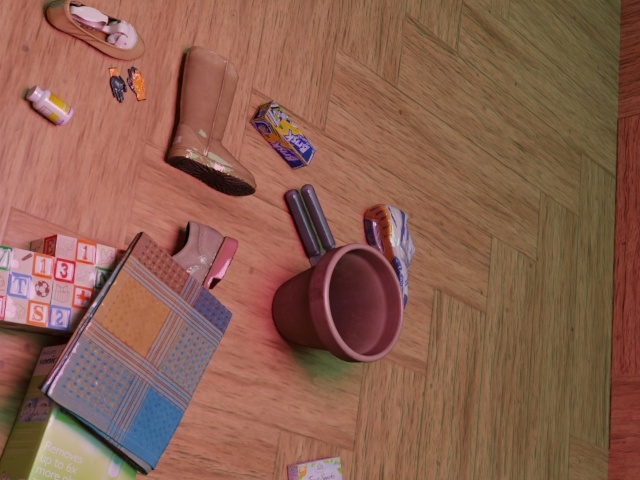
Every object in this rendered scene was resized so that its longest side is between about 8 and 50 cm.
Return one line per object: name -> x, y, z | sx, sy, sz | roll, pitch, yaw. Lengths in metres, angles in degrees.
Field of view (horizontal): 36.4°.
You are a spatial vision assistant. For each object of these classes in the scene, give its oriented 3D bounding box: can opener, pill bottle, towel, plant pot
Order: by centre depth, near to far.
towel -> -0.322, 0.201, 1.768 | 0.271, 0.040, 0.370 | 48, 48, -28
pill bottle -> -0.511, -0.255, 1.833 | 0.083, 0.043, 0.043 | 39, 55, -35
plant pot -> 0.018, 0.150, 2.176 | 0.263, 0.229, 0.262 | 13, 72, -46
can opener -> 0.000, 0.000, 2.327 | 0.095, 0.076, 0.283 | -63, 133, -75

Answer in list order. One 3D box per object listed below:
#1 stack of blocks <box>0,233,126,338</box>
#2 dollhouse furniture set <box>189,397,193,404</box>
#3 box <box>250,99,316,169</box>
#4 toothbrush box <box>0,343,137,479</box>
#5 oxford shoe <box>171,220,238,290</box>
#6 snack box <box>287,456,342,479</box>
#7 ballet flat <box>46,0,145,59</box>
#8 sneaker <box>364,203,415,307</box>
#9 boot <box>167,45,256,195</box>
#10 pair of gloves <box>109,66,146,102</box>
stack of blocks -> -0.487, 0.080, 1.752 | 0.297, 0.087, 0.171 | 16, 70, -44
dollhouse furniture set -> -0.281, 0.294, 1.945 | 0.151, 0.076, 0.058 | -49, 129, -39
box -> -0.086, -0.245, 2.282 | 0.169, 0.054, 0.059 | 46, 51, -30
toothbrush box -> -0.429, 0.352, 1.731 | 0.206, 0.122, 0.283 | 36, 55, -36
oxford shoe -> -0.295, 0.115, 1.959 | 0.130, 0.123, 0.348 | 31, 57, -8
snack box -> -0.010, 0.548, 2.201 | 0.141, 0.037, 0.100 | 1, 79, -47
ballet flat -> -0.429, -0.418, 1.935 | 0.232, 0.073, 0.080 | 13, 72, -45
sneaker -> 0.197, 0.053, 2.480 | 0.131, 0.112, 0.296 | 6, 78, -47
boot -> -0.213, -0.258, 2.124 | 0.236, 0.089, 0.269 | 29, 60, -40
pair of gloves -> -0.395, -0.321, 1.997 | 0.083, 0.010, 0.074 | -14, 92, -47
